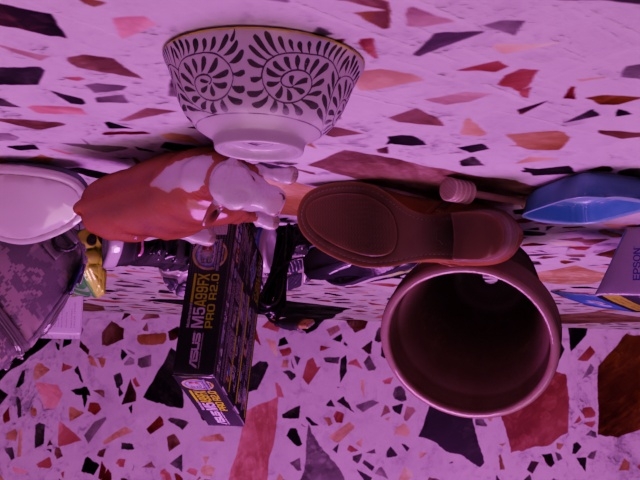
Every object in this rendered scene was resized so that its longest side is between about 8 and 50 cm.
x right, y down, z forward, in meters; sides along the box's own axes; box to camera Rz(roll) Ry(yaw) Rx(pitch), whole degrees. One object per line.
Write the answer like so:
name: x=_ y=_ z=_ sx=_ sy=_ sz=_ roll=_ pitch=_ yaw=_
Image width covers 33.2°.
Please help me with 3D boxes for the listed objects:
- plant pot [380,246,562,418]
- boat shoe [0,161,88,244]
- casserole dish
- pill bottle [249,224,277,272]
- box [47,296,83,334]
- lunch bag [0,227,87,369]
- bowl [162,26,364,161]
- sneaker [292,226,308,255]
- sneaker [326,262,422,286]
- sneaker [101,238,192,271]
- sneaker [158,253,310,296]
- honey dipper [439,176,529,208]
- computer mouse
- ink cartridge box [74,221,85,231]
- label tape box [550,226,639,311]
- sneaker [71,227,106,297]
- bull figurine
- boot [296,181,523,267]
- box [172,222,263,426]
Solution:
plant pot: x=0.244 y=0.106 z=1.647 sx=0.263 sy=0.263 sz=0.229 roll=0 pitch=-156 yaw=17
boat shoe: x=-0.432 y=-0.060 z=1.399 sx=0.319 sy=0.116 sz=0.099 roll=-8 pitch=-149 yaw=21
casserole dish: x=0.324 y=-0.051 z=1.310 sx=0.114 sy=0.037 sz=0.188 roll=5 pitch=172 yaw=-17
pill bottle: x=-0.143 y=0.013 z=1.725 sx=0.137 sy=0.078 sz=0.078 roll=0 pitch=171 yaw=15
box: x=-0.498 y=0.089 z=1.985 sx=0.119 sy=0.182 sz=0.181 roll=3 pitch=172 yaw=-13
lunch bag: x=-0.504 y=0.058 z=1.572 sx=0.305 sy=0.256 sz=0.212 roll=4 pitch=133 yaw=54
bowl: x=-0.049 y=-0.112 z=0.895 sx=0.170 sy=0.080 sz=0.170 roll=2 pitch=172 yaw=0
sneaker: x=0.000 y=0.003 z=1.718 sx=0.170 sy=0.051 sz=0.089 roll=2 pitch=172 yaw=36
sneaker: x=0.101 y=0.036 z=1.780 sx=0.234 sy=0.084 sz=0.097 roll=-6 pitch=169 yaw=44
sneaker: x=-0.246 y=-0.008 z=1.575 sx=0.147 sy=0.104 sz=0.296 roll=2 pitch=177 yaw=-8
sneaker: x=-0.139 y=0.028 z=1.842 sx=0.275 sy=0.107 sz=0.110 roll=-1 pitch=-158 yaw=-7
honey dipper: x=0.215 y=-0.055 z=1.347 sx=0.160 sy=0.030 sz=0.030 roll=7 pitch=171 yaw=-39
computer mouse: x=0.006 y=0.041 z=1.569 sx=0.262 sy=0.184 sz=0.060 roll=-4 pitch=152 yaw=39
ink cartridge box: x=-0.422 y=-0.020 z=1.751 sx=0.048 sy=0.028 sz=0.083 roll=-2 pitch=170 yaw=13
label tape box: x=0.558 y=0.047 z=1.633 sx=0.347 sy=0.115 sz=0.249 roll=0 pitch=171 yaw=31
sneaker: x=-0.414 y=0.048 z=1.735 sx=0.123 sy=0.109 sz=0.295 roll=-4 pitch=171 yaw=-19
bull figurine: x=-0.142 y=-0.051 z=1.243 sx=0.310 sy=0.101 sz=0.188 roll=-4 pitch=171 yaw=36
boot: x=0.129 y=-0.020 z=1.431 sx=0.283 sy=0.109 sz=0.220 roll=1 pitch=-179 yaw=16
box: x=-0.140 y=0.104 z=1.527 sx=0.060 sy=0.270 sz=0.216 roll=1 pitch=154 yaw=8
